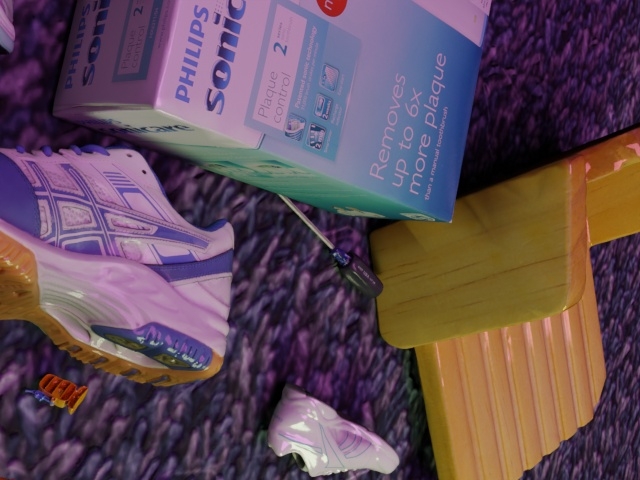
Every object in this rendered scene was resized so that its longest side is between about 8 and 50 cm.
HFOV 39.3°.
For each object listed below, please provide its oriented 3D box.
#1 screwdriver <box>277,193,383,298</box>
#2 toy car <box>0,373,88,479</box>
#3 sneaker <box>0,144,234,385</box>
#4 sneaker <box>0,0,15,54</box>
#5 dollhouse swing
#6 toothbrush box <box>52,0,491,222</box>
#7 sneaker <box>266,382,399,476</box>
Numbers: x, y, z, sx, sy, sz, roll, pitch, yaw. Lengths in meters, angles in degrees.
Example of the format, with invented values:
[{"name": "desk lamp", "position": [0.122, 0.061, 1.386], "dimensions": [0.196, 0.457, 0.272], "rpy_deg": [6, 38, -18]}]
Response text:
[{"name": "screwdriver", "position": [0.000, 0.000, 0.773], "dimensions": [0.025, 0.024, 0.170], "rpy_deg": [-46, 124, 6]}, {"name": "toy car", "position": [-0.204, 0.145, 0.589], "dimensions": [0.041, 0.060, 0.122], "rpy_deg": [28, 49, 0]}, {"name": "sneaker", "position": [-0.172, -0.014, 0.557], "dimensions": [0.296, 0.112, 0.131], "rpy_deg": [37, 53, -43]}, {"name": "sneaker", "position": [-0.208, -0.153, 0.514], "dimensions": [0.098, 0.038, 0.069], "rpy_deg": [46, 46, -80]}, {"name": "dollhouse swing", "position": [0.269, 0.063, 0.872], "dimensions": [0.347, 0.315, 0.305], "rpy_deg": [-21, 90, -42]}, {"name": "toothbrush box", "position": [-0.017, -0.150, 0.654], "dimensions": [0.295, 0.126, 0.216], "rpy_deg": [18, 81, -44]}, {"name": "sneaker", "position": [0.009, 0.179, 0.787], "dimensions": [0.152, 0.054, 0.061], "rpy_deg": [36, 80, -35]}]
